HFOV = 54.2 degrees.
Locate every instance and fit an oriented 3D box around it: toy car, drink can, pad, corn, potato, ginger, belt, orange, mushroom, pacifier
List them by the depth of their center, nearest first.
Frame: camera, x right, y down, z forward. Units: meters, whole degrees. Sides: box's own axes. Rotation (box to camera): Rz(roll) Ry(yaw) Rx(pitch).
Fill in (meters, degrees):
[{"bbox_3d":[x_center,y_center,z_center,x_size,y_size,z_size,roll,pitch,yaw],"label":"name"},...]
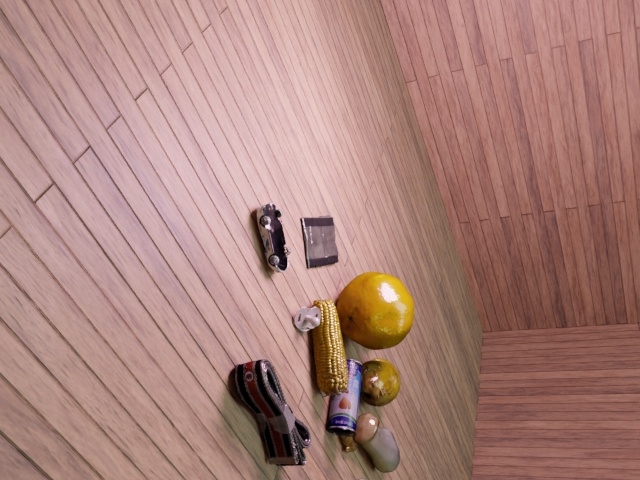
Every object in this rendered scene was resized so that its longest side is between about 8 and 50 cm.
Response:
[{"bbox_3d":[-0.123,0.451,1.632,0.126,0.094,0.359,-68,144,-54],"label":"belt"},{"bbox_3d":[-0.135,-0.006,1.782,0.095,0.056,0.204,-40,123,-62],"label":"toy car"},{"bbox_3d":[-0.031,0.245,1.901,0.099,0.078,0.081,3,99,-39],"label":"pacifier"},{"bbox_3d":[0.023,0.336,1.979,0.106,0.106,0.304,6,73,-65],"label":"corn"},{"bbox_3d":[0.082,0.515,2.056,0.097,0.097,0.235,51,40,-49],"label":"drink can"},{"bbox_3d":[0.091,0.664,2.097,0.057,0.044,0.137,-113,-176,-63],"label":"ginger"},{"bbox_3d":[0.001,0.000,2.119,0.233,0.022,0.174,-6,89,-65],"label":"pad"},{"bbox_3d":[0.185,0.244,2.162,0.235,0.279,0.278,-1,83,-37],"label":"orange"},{"bbox_3d":[0.198,0.719,2.255,0.159,0.122,0.328,53,-3,46],"label":"mushroom"},{"bbox_3d":[0.211,0.518,2.283,0.300,0.140,0.172,18,59,-69],"label":"potato"}]

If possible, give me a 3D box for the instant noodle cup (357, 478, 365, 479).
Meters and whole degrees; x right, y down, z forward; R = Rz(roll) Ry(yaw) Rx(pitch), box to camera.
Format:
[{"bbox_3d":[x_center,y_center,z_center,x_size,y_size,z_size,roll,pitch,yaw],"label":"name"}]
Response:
[{"bbox_3d":[0.235,0.970,2.105,0.311,0.222,0.311,28,58,-60],"label":"instant noodle cup"}]
